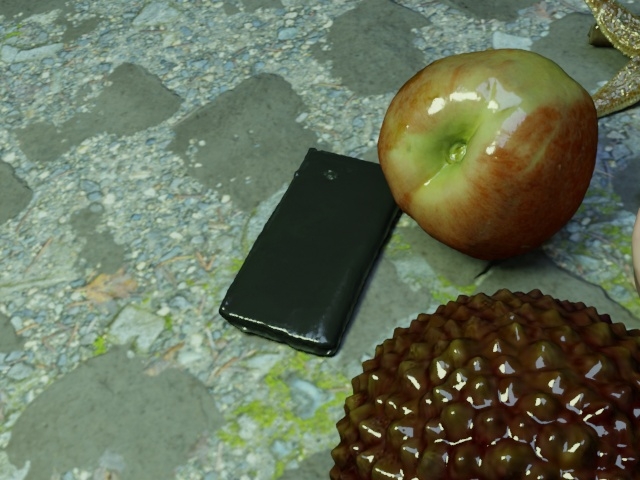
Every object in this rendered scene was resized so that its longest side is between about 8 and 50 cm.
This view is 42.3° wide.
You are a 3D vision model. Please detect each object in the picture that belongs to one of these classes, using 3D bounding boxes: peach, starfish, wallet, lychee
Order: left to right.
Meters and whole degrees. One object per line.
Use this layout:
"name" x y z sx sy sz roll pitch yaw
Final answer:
"wallet" 0.000 0.001 0.972 0.146 0.030 0.285 16 53 16
"peach" 0.195 -0.103 0.920 0.232 0.232 0.256 29 22 28
"lychee" 0.153 0.179 0.641 0.306 0.330 0.306 -1 81 7
"starfish" 0.429 -0.256 1.082 0.295 0.048 0.231 -23 79 3

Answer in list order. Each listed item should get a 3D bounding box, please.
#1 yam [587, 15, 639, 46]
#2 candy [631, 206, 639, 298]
"yam" 0.489 -0.284 1.123 0.241 0.057 0.057 3 51 12
"candy" 0.431 0.021 0.814 0.255 0.094 0.255 -9 64 19
